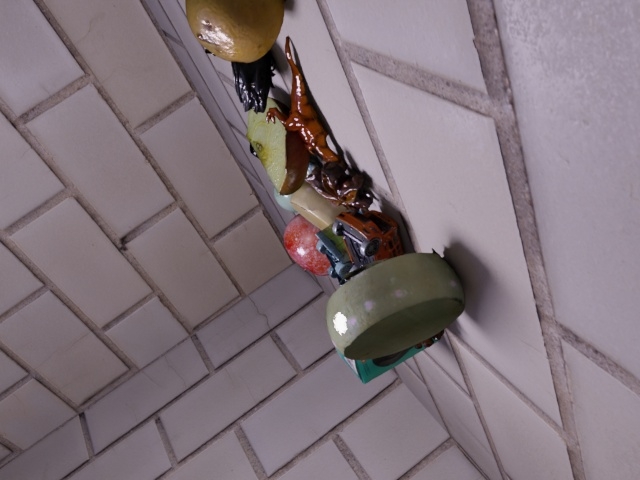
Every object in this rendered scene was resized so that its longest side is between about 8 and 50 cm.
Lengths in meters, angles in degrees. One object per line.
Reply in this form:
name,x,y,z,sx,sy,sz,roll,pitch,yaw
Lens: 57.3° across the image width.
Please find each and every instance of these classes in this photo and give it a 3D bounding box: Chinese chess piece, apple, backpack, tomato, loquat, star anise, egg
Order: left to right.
loquat,-0.187,-0.527,1.310,0.244,0.243,0.244,54,171,12
backpack,-0.197,-0.480,1.677,0.206,0.133,0.258,81,-177,-63
apple,-0.128,-0.310,1.888,0.346,0.179,0.254,63,-174,35
egg,-0.091,-0.188,2.174,0.168,0.168,0.231,54,-171,5
tomato,0.000,0.000,2.235,0.270,0.227,0.270,44,-163,-17
Chinese chess piece,0.014,-0.099,1.999,0.250,0.097,0.251,36,175,3
star anise,0.059,-0.161,1.701,0.220,0.099,0.214,25,162,32
Chinese chess piece,0.181,0.165,1.450,0.349,0.349,0.147,72,176,-63

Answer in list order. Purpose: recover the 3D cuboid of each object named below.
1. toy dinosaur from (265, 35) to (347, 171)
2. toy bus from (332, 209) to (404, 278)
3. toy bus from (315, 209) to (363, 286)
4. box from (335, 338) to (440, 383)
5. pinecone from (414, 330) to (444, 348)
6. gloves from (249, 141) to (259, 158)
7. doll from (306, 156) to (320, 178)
toy dinosaur,-0.067,-0.362,1.655,0.208,0.097,0.432,20,150,49
toy bus,0.155,0.028,1.694,0.143,0.153,0.329,36,160,38
toy bus,0.121,0.063,1.917,0.152,0.190,0.312,47,168,39
box,0.216,0.320,1.974,0.205,0.311,0.118,43,156,59
pinecone,0.294,0.239,1.768,0.179,0.150,0.195,49,170,34
gloves,-0.212,-0.379,2.475,0.180,0.106,0.129,25,-164,-41
doll,-0.046,-0.255,2.037,0.214,0.071,0.104,46,157,43
